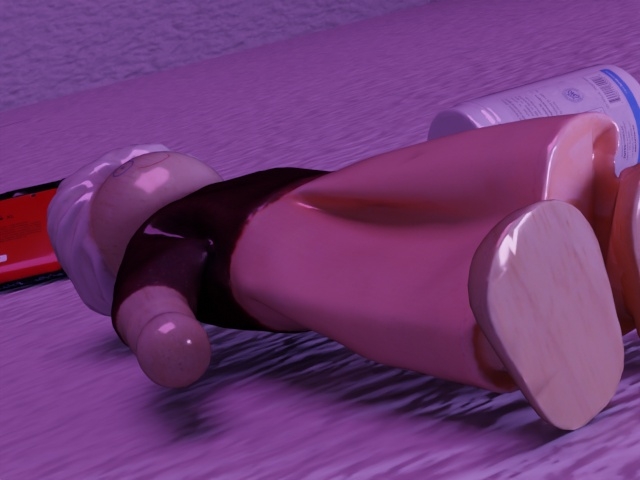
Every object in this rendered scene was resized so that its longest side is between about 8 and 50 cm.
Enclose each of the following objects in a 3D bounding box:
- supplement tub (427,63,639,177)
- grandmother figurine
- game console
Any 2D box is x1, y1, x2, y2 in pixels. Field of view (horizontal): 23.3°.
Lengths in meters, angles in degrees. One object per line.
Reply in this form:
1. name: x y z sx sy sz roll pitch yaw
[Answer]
1. supplement tub: 0.119 -0.050 0.827 0.107 0.071 0.071 -17 12 -24
2. grandmother figurine: 0.000 0.000 0.637 0.208 0.104 0.342 -10 9 -39
3. game console: -0.210 0.016 1.008 0.144 0.085 0.124 -13 42 -1
